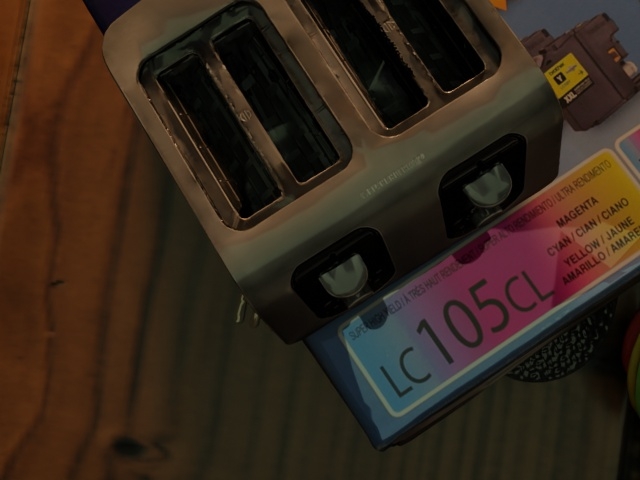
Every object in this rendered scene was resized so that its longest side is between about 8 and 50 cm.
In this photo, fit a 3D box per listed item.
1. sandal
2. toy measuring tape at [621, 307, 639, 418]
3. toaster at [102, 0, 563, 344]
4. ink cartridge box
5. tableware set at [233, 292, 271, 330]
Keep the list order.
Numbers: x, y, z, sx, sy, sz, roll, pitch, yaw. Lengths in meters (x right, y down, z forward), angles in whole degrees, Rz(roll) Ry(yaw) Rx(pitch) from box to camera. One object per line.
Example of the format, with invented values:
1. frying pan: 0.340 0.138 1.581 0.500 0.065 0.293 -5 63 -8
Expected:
1. sandal: 0.178 0.023 0.664 0.067 0.040 0.179 32 77 0
2. toy measuring tape: 0.222 0.134 0.608 0.121 0.121 0.330 30 87 5
3. toaster: 0.005 -0.068 0.467 0.168 0.110 0.185 -31 76 -1
4. ink cartridge box: 0.038 -0.105 0.605 0.270 0.151 0.395 -34 75 -2
5. tableware set: 0.000 0.000 0.679 0.104 0.024 0.154 14 86 4
